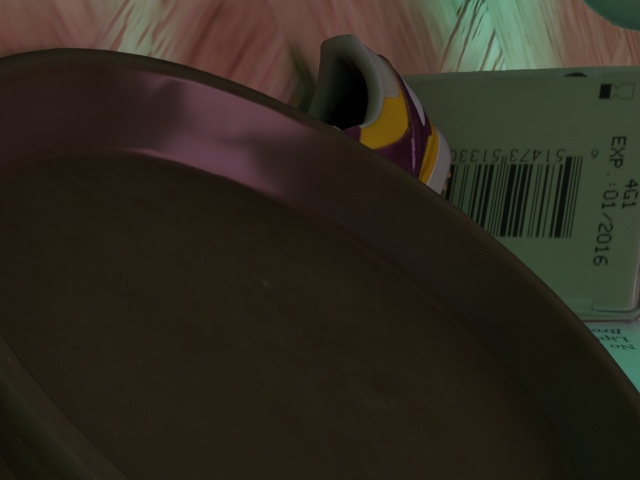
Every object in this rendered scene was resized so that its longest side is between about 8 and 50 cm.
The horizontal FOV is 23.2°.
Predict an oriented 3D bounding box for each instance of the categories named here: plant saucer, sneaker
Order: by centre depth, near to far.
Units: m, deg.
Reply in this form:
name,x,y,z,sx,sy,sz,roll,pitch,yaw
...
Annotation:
name,x,y,z,sx,sy,sz,roll,pitch,yaw
plant saucer,-0.002,0.038,0.488,0.041,0.278,0.278,-56,165,26
sneaker,0.000,0.000,0.650,0.084,0.069,0.186,51,40,-39

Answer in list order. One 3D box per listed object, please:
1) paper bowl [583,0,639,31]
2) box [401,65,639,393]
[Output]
name,x,y,z,sx,sy,sz,roll,pitch,yaw
paper bowl,0.172,-0.248,0.792,0.148,0.284,0.284,-8,100,-18
box,0.132,0.019,0.802,0.232,0.148,0.127,41,55,-55
